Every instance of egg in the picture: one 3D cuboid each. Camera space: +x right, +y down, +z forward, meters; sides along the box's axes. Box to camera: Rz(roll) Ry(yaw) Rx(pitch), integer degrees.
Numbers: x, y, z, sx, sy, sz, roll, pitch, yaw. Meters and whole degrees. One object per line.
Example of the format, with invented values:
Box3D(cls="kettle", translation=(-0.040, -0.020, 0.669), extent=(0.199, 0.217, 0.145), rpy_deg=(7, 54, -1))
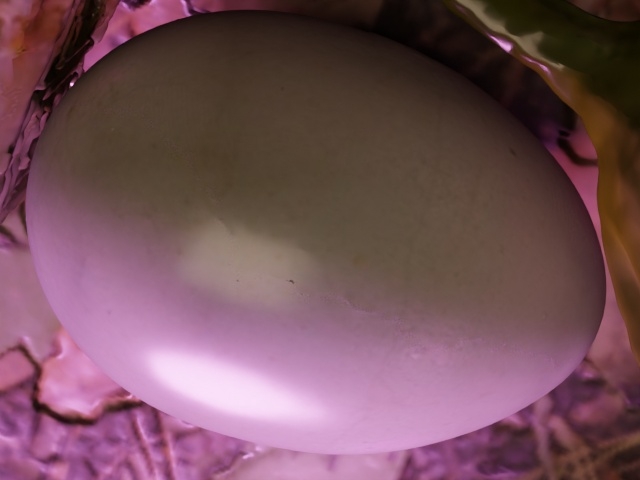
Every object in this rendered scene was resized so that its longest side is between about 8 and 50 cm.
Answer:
Box3D(cls="egg", translation=(0.000, 0.000, 0.664), extent=(0.209, 0.151, 0.151), rpy_deg=(17, 116, -10))

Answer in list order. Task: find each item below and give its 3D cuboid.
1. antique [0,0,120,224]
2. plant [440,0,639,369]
Box3D(cls="antique", translation=(-0.214, -0.122, 0.670), extent=(0.284, 0.125, 0.150), rpy_deg=(25, 115, 1))
Box3D(cls="plant", translation=(0.109, -0.042, 0.623), extent=(0.333, 0.180, 0.251), rpy_deg=(25, 72, 17))
